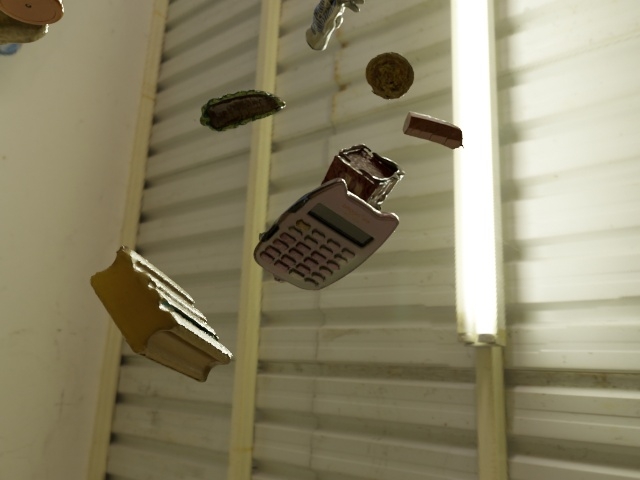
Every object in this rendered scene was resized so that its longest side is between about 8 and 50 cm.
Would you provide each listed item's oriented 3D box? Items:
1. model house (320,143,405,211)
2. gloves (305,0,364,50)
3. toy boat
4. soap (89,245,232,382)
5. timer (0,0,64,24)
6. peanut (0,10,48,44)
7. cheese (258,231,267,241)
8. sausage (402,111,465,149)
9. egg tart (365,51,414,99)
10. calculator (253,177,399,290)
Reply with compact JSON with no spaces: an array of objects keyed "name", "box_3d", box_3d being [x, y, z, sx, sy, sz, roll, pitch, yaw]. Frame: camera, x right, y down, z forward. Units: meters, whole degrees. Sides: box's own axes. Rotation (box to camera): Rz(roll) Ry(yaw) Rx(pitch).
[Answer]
[{"name":"model house","box_3d":[0.084,-0.121,1.669,0.160,0.196,0.254,40,-62,11]},{"name":"gloves","box_3d":[0.032,-0.593,1.576,0.229,0.097,0.119,-33,-155,48]},{"name":"toy boat","box_3d":[-0.216,-0.390,1.764,0.293,0.108,0.099,-6,-144,26]},{"name":"soap","box_3d":[-0.305,0.159,1.194,0.096,0.324,0.204,-38,-114,-6]},{"name":"timer","box_3d":[-0.586,-0.542,1.228,0.132,0.132,0.152,-11,-108,36]},{"name":"peanut","box_3d":[-0.821,-0.558,1.513,0.122,0.253,0.137,138,-58,-73]},{"name":"cheese","box_3d":[-0.143,0.016,1.772,0.120,0.026,0.067,35,-50,35]},{"name":"sausage","box_3d":[0.302,-0.282,1.566,0.065,0.169,0.065,-166,-90,-80]},{"name":"egg tart","box_3d":[0.180,-0.426,1.573,0.128,0.049,0.129,0,-94,-1]},{"name":"calculator","box_3d":[0.000,-0.001,1.173,0.294,0.194,0.043,-41,-149,34]}]
